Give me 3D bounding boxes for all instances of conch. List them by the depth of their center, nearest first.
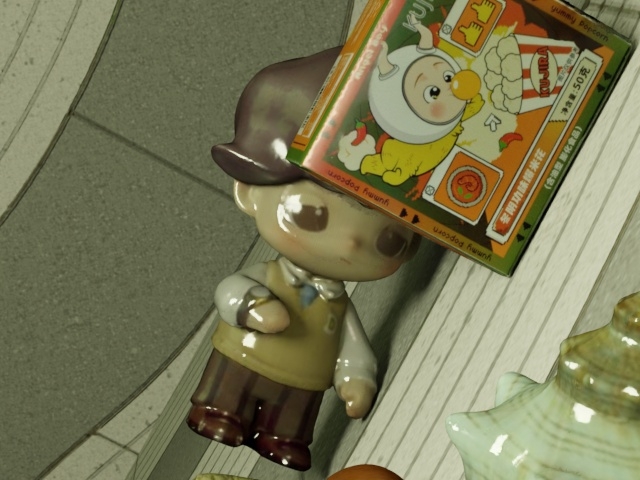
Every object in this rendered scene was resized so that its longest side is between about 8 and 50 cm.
[{"bbox_3d":[0.111,0.096,0.721,0.137,0.114,0.234,-50,-8,-42],"label":"conch"}]

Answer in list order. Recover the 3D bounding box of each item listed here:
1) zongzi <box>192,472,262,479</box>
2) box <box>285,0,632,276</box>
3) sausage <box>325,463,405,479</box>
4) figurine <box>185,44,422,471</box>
[{"bbox_3d":[-0.046,0.250,1.068,0.256,0.115,0.228,-43,-45,-87],"label":"zongzi"},{"bbox_3d":[0.099,-0.101,1.240,0.194,0.178,0.148,-61,7,1],"label":"box"},{"bbox_3d":[0.035,0.184,1.034,0.076,0.076,0.197,-62,9,-3],"label":"sausage"},{"bbox_3d":[-0.002,0.003,1.393,0.206,0.218,0.364,110,179,-79],"label":"figurine"}]
